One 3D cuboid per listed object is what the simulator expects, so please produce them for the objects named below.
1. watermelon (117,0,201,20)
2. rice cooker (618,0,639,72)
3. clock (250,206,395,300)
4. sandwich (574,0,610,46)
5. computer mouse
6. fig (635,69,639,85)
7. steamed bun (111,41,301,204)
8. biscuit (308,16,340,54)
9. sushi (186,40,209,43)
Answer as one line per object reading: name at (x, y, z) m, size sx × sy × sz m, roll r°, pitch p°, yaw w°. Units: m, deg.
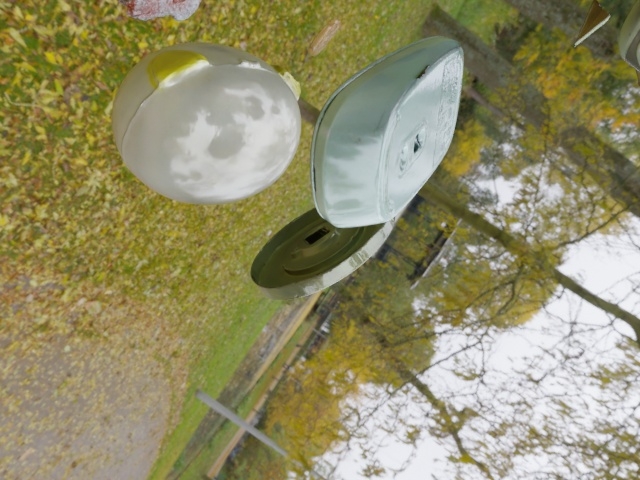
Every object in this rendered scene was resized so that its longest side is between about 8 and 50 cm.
watermelon at (-0.135, -0.306, 0.503) m, size 0.098 × 0.121 × 0.158 m, roll 31°, pitch 64°, yaw -65°
rice cooker at (0.604, -0.297, 0.631) m, size 0.288 × 0.277 × 0.288 m, roll -34°, pitch 162°, yaw -13°
clock at (0.000, 0.000, 0.691) m, size 0.234 × 0.029 × 0.235 m, roll -28°, pitch -157°, yaw 13°
sandwich at (0.829, -0.682, 1.457) m, size 0.116 × 0.074 × 0.074 m, roll -39°, pitch 173°, yaw 27°
computer mouse at (0.073, -0.125, 0.510) m, size 0.288 × 0.097 × 0.160 m, roll -48°, pitch 144°, yaw -43°
fig at (0.781, -0.495, 1.041) m, size 0.203 × 0.187 × 0.249 m, roll -7°, pitch 165°, yaw -31°
steamed bun at (-0.218, -0.229, 0.937) m, size 0.373 × 0.334 × 0.334 m, roll -15°, pitch 143°, yaw -48°
biscuit at (0.013, -0.754, 1.719) m, size 0.221 × 0.029 × 0.142 m, roll -55°, pitch -175°, yaw -31°
sushi at (-0.234, -0.469, 1.186) m, size 0.193 × 0.210 × 0.040 m, roll -109°, pitch -144°, yaw -47°
